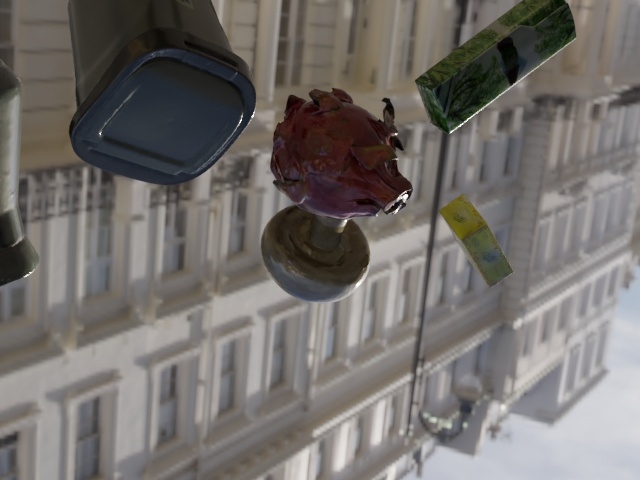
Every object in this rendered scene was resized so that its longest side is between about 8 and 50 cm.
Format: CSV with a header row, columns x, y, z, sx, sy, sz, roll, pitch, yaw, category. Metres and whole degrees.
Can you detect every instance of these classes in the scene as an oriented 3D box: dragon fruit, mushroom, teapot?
x,y,z,sx,sy,sz,roll,pitch,yaw,category
0.016,-0.081,1.086,0.133,0.136,0.166,-25,-126,-37,dragon fruit
0.000,0.000,1.945,0.207,0.215,0.207,9,-130,-11,mushroom
-0.581,-0.113,1.736,0.253,0.344,0.300,-5,-161,1,teapot

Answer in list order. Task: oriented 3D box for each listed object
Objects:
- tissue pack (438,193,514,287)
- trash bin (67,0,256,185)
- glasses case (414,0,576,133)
x,y,z,sx,sy,sz,roll,pitch,yaw,category
0.300,0.003,2.067,0.062,0.176,0.095,-34,-133,3,tissue pack
-0.232,-0.247,1.472,0.220,0.219,0.250,19,-138,-44,trash bin
0.279,-0.284,1.695,0.272,0.095,0.062,-38,-137,-12,glasses case
